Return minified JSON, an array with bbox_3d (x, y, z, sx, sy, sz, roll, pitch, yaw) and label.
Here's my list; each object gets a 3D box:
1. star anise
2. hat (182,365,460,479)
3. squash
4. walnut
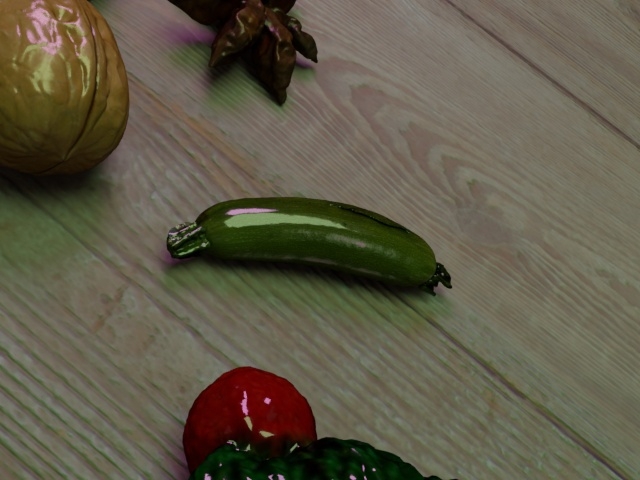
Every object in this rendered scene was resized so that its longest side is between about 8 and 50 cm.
[{"bbox_3d":[-0.085,-0.267,1.180,0.196,0.111,0.212,13,58,-9],"label":"star anise"},{"bbox_3d":[-0.004,0.223,0.779,0.274,0.242,0.332,10,38,-35],"label":"hat"},{"bbox_3d":[-0.001,-0.002,1.039,0.319,0.071,0.080,8,54,-21],"label":"squash"},{"bbox_3d":[-0.266,-0.156,0.966,0.165,0.165,0.197,2,59,-25],"label":"walnut"}]
